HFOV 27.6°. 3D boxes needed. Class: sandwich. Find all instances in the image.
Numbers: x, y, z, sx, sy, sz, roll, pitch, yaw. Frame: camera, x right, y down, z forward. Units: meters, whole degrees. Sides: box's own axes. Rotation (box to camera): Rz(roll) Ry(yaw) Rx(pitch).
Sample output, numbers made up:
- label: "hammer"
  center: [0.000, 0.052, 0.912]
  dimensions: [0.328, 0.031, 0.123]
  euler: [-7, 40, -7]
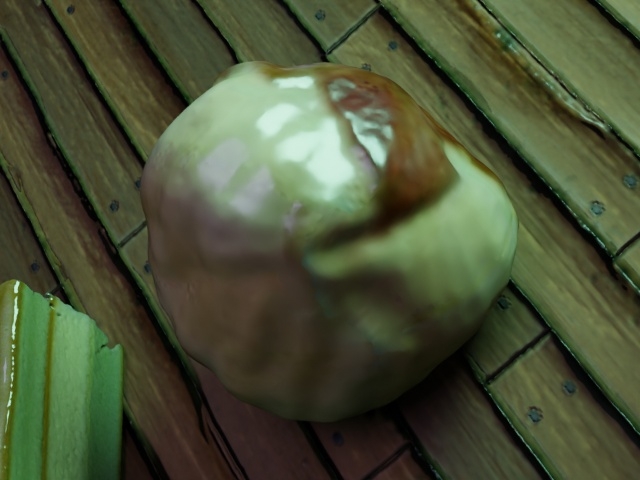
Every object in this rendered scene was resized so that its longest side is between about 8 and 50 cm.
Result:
- label: "sandwich"
  center: [-0.233, 0.142, 1.008]
  dimensions: [0.227, 0.155, 0.198]
  euler: [20, 78, 37]

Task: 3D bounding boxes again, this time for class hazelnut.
- label: "hazelnut"
  center: [0.000, 0.000, 0.921]
  dimensions: [0.261, 0.261, 0.241]
  euler: [-43, 20, 5]
